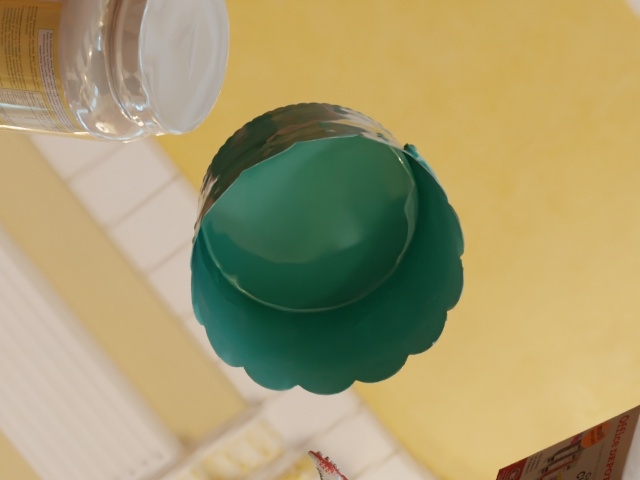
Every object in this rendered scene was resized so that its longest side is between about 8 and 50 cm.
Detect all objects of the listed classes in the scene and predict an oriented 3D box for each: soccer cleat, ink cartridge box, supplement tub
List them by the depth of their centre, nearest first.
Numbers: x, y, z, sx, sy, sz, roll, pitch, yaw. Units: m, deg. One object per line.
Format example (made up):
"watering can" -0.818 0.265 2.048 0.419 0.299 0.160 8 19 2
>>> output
"ink cartridge box" 0.256 0.260 1.594 0.176 0.127 0.128 -31 -164 33
"soccer cleat" 0.012 0.266 1.905 0.035 0.083 0.029 -46 -168 -4
"supplement tub" -0.300 -0.241 2.045 0.331 0.241 0.241 8 -146 26

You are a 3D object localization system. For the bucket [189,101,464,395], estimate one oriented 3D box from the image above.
"bucket" 0.000 0.000 1.732 0.281 0.281 0.183 -36 -160 8
